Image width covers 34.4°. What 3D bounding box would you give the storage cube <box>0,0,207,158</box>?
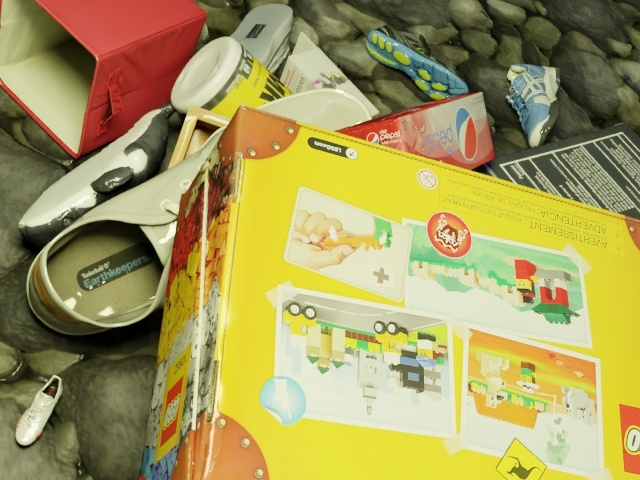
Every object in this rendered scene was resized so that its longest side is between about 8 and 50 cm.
[{"bbox_3d":[-0.295,-0.258,1.371,0.215,0.184,0.193,42,48,15],"label":"storage cube"}]

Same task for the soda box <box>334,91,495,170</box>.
[{"bbox_3d":[0.118,-0.111,1.211,0.263,0.083,0.092,-27,106,-59],"label":"soda box"}]

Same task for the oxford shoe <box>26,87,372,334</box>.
[{"bbox_3d":[-0.126,-0.029,1.169,0.449,0.130,0.169,-30,91,-9],"label":"oxford shoe"}]

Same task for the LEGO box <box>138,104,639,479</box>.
[{"bbox_3d":[0.104,0.128,1.019,0.500,0.193,0.373,15,60,-18],"label":"LEGO box"}]

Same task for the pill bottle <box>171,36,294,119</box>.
[{"bbox_3d":[-0.085,-0.161,1.373,0.208,0.119,0.119,39,40,-32],"label":"pill bottle"}]

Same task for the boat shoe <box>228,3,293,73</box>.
[{"bbox_3d":[-0.102,-0.256,1.513,0.095,0.084,0.258,14,42,22],"label":"boat shoe"}]

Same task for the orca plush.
[{"bbox_3d":[-0.261,-0.061,1.314,0.151,0.102,0.287,-12,29,25],"label":"orca plush"}]

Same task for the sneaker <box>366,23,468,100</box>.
[{"bbox_3d":[0.164,-0.293,1.666,0.188,0.067,0.078,36,54,12],"label":"sneaker"}]

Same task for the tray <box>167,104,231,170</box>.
[{"bbox_3d":[0.000,0.000,1.286,0.411,0.076,0.203,19,87,-8],"label":"tray"}]

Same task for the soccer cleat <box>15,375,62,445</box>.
[{"bbox_3d":[-0.301,0.181,1.107,0.029,0.036,0.083,26,47,-1],"label":"soccer cleat"}]

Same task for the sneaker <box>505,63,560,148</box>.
[{"bbox_3d":[0.341,-0.217,1.679,0.081,0.080,0.211,15,39,-2],"label":"sneaker"}]

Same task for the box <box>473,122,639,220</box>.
[{"bbox_3d":[0.368,0.021,1.415,0.294,0.183,0.296,-15,58,-33],"label":"box"}]

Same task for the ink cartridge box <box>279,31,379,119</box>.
[{"bbox_3d":[-0.008,-0.202,1.496,0.061,0.104,0.181,-25,65,-36],"label":"ink cartridge box"}]
